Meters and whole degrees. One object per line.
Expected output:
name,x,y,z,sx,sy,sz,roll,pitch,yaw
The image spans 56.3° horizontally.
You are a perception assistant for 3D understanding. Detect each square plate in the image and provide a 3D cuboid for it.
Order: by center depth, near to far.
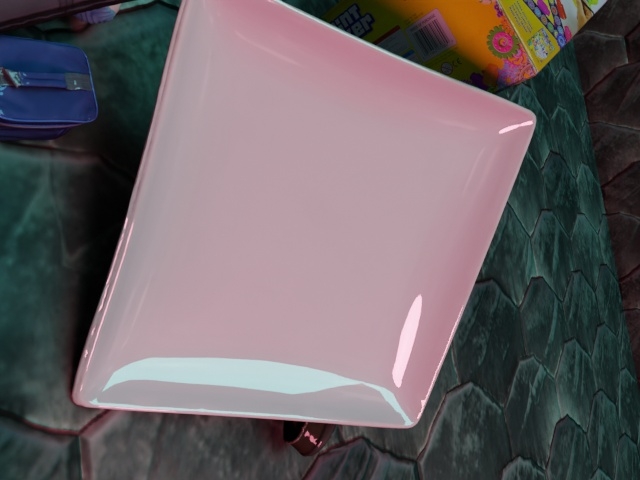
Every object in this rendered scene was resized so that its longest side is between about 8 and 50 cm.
square plate,0.000,0.000,0.532,0.348,0.049,0.343,13,101,-29

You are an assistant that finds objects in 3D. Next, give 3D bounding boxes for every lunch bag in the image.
lunch bag,-0.223,-0.114,0.448,0.098,0.065,0.067,-16,93,-54

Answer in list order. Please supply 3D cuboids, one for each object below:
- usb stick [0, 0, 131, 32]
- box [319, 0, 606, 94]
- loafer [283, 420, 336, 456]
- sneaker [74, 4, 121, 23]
usb stick,-0.236,-0.167,0.382,0.278,0.045,0.077,-29,123,-29
box,0.160,-0.277,0.748,0.279,0.290,0.177,-43,105,-36
loafer,-0.025,0.116,0.645,0.079,0.080,0.219,11,69,-25
sneaker,-0.200,-0.301,0.516,0.092,0.088,0.228,-14,94,-55
